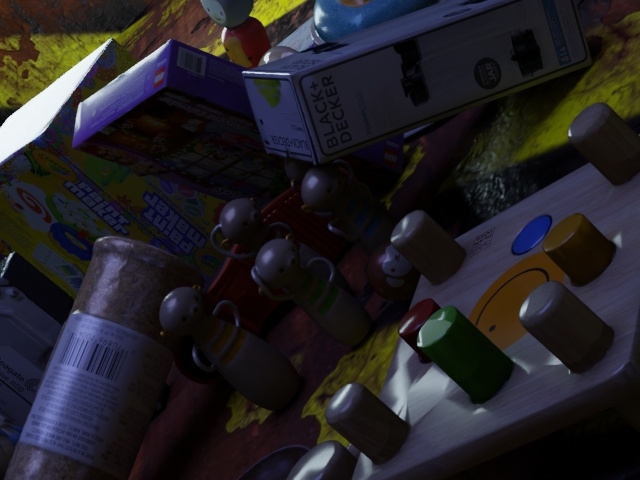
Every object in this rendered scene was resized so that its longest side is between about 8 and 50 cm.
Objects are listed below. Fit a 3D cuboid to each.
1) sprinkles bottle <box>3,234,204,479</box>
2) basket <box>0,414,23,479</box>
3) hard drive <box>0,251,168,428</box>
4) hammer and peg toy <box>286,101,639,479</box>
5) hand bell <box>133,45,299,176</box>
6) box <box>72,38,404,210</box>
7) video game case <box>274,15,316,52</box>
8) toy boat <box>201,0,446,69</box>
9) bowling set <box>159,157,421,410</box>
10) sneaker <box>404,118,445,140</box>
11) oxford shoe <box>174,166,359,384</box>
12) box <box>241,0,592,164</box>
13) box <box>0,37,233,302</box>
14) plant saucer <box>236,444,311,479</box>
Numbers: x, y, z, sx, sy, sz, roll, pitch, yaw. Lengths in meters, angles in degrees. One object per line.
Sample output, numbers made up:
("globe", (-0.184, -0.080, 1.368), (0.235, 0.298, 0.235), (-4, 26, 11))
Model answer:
("sprinkles bottle", (-0.227, 0.177, 1.514), (0.121, 0.121, 0.355), (-10, 56, 61))
("basket", (-0.450, 0.232, 1.568), (0.255, 0.289, 0.201), (16, -86, -75))
("hard drive", (-0.367, 0.194, 1.737), (0.339, 0.237, 0.064), (-39, 21, 23))
("hammer and peg toy", (0.105, 0.066, 1.112), (0.361, 0.127, 0.266), (-31, 25, 41))
("hand bell", (-0.115, -0.124, 1.771), (0.242, 0.126, 0.126), (-30, 6, -35))
("box", (-0.086, -0.106, 1.631), (0.201, 0.293, 0.057), (-24, 55, 51))
("video game case", (-0.044, -0.196, 2.062), (0.269, 0.061, 0.244), (-35, 23, 35))
("toy boat", (0.015, -0.288, 1.858), (0.318, 0.148, 0.267), (-13, 32, 19))
("bowling set", (0.000, 0.000, 1.427), (0.200, 0.154, 0.287), (-27, 28, 51))
("sneaker", (0.069, -0.176, 1.677), (0.283, 0.124, 0.107), (-33, 24, 37))
("oxford shoe", (-0.063, 0.025, 1.622), (0.271, 0.097, 0.098), (-47, 15, 5))
("box", (0.088, -0.164, 1.465), (0.290, 0.087, 0.169), (-21, 13, -14))
("box", (-0.254, -0.042, 1.867), (0.279, 0.290, 0.177), (-25, 29, 48))
("plant saucer", (-0.053, 0.244, 1.267), (0.168, 0.029, 0.168), (-42, 19, 18))
